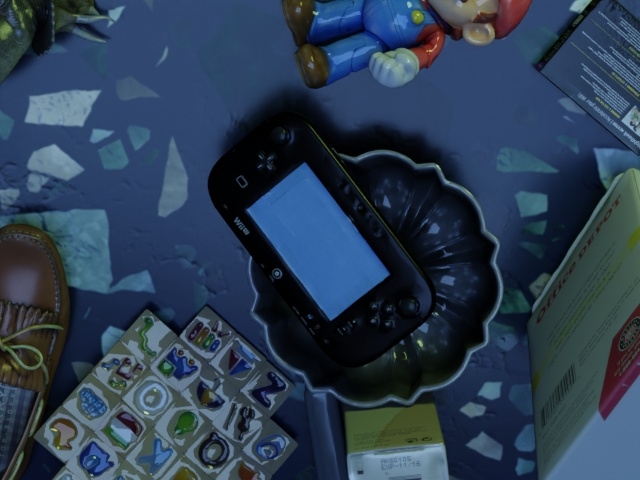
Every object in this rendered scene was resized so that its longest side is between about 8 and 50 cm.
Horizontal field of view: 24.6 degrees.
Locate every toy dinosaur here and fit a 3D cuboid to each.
[{"bbox_3d":[-0.433,-0.249,1.838,0.313,0.121,0.160,-38,78,-7],"label":"toy dinosaur"}]

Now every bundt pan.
[{"bbox_3d":[0.075,0.048,1.908,0.331,0.124,0.331,0,92,9],"label":"bundt pan"}]

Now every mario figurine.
[{"bbox_3d":[0.112,-0.305,1.824,0.320,0.170,0.198,-18,101,6],"label":"mario figurine"}]

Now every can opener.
[{"bbox_3d":[0.003,0.325,2.023,0.093,0.074,0.280,-4,103,1],"label":"can opener"}]

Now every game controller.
[{"bbox_3d":[0.000,0.000,1.823,0.166,0.067,0.319,-38,85,9],"label":"game controller"}]

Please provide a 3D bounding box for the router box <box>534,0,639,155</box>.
[{"bbox_3d":[0.389,-0.217,1.907,0.179,0.046,0.133,39,100,-9],"label":"router box"}]

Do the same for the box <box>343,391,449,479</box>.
[{"bbox_3d":[0.095,0.276,1.889,0.121,0.311,0.148,-7,104,2],"label":"box"}]

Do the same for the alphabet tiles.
[{"bbox_3d":[-0.206,0.272,1.991,0.285,0.011,0.342,42,82,-10],"label":"alphabet tiles"}]

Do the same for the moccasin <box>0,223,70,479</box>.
[{"bbox_3d":[-0.422,0.164,1.944,0.139,0.147,0.380,17,103,-5],"label":"moccasin"}]

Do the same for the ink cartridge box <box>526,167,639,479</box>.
[{"bbox_3d":[0.390,0.126,1.791,0.160,0.384,0.279,25,118,-9],"label":"ink cartridge box"}]
